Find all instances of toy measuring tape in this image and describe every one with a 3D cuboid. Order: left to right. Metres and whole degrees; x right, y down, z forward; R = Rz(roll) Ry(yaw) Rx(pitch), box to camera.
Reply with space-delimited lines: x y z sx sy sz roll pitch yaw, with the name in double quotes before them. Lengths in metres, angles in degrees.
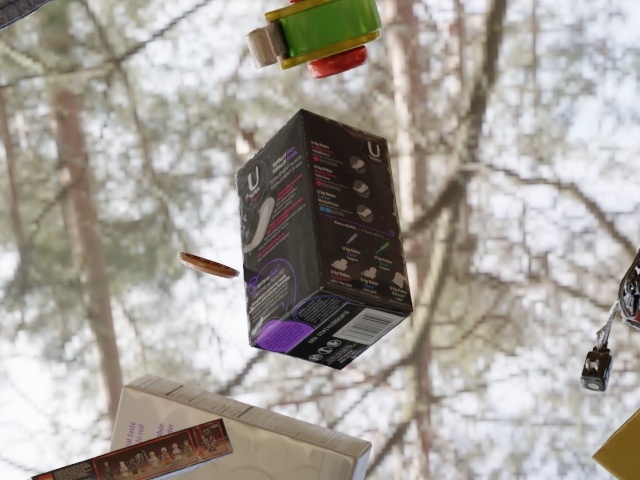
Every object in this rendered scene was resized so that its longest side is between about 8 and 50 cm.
"toy measuring tape" 0.002 -0.226 1.668 0.121 0.121 0.330 -1 -170 7

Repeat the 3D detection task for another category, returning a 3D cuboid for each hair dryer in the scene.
"hair dryer" 0.430 0.048 1.987 0.080 0.224 0.293 28 -131 12

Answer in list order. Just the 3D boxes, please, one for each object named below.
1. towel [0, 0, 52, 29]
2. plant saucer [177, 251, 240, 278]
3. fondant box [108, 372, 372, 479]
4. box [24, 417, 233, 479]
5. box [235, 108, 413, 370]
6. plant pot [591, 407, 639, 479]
"towel" -0.232 -0.257 1.088 0.285 0.209 0.034 -35 -157 -29
"plant saucer" -0.144 0.033 2.016 0.083 0.013 0.083 18 -178 -1
"fondant box" -0.121 0.339 2.092 0.330 0.238 0.096 16 -170 13
"box" -0.137 0.156 1.052 0.137 0.027 0.094 -14 170 -27
"box" 0.000 0.000 1.983 0.143 0.165 0.270 17 -129 -32
"plant pot" 0.284 0.172 1.287 0.083 0.081 0.081 46 -162 12
